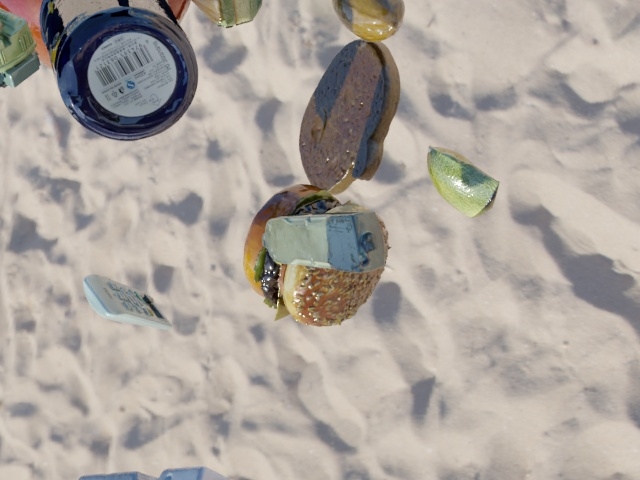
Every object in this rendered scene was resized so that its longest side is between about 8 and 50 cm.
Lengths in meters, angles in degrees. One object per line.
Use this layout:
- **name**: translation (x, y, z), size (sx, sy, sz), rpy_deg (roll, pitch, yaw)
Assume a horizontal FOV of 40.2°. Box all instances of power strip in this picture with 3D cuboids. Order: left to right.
- **power strip**: translation (-0.003, 0.000, 1.261), size (0.286, 0.048, 0.080), rpy_deg (0, 99, 58)

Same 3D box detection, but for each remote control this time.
- **remote control**: translation (-0.394, 0.135, 1.789), size (0.051, 0.293, 0.103), rpy_deg (-42, 74, 4)

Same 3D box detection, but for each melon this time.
- **melon**: translation (0.212, -0.096, 1.391), size (0.079, 0.128, 0.160), rpy_deg (-58, 12, 12)

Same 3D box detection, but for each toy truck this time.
- **toy truck**: translation (-0.406, -0.240, 0.973), size (0.191, 0.085, 0.116), rpy_deg (27, 142, 19)

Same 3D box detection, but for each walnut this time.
- **walnut**: translation (0.096, -0.508, 1.868), size (0.137, 0.137, 0.245), rpy_deg (-53, 51, 21)

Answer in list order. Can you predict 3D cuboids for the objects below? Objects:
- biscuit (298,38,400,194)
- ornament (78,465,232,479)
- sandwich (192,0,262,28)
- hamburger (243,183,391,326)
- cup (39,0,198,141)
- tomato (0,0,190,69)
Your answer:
- **biscuit**: translation (0.071, -0.265, 1.973), size (0.367, 0.063, 0.314), rpy_deg (-56, 44, 36)
- **ornament**: translation (-0.157, 0.417, 0.999), size (0.239, 0.240, 0.239), rpy_deg (-15, 48, 40)
- **sandwich**: translation (-0.215, -0.625, 1.934), size (0.227, 0.155, 0.198), rpy_deg (49, 139, 14)
- **hamburger**: translation (-0.003, 0.035, 1.753), size (0.225, 0.291, 0.291), rpy_deg (31, 102, 35)
- **cup**: translation (-0.268, -0.275, 1.085), size (0.178, 0.255, 0.256), rpy_deg (-25, 33, -6)
- **tomato**: translation (-0.381, -0.429, 1.441), size (0.273, 0.341, 0.341), rpy_deg (127, 135, -58)
